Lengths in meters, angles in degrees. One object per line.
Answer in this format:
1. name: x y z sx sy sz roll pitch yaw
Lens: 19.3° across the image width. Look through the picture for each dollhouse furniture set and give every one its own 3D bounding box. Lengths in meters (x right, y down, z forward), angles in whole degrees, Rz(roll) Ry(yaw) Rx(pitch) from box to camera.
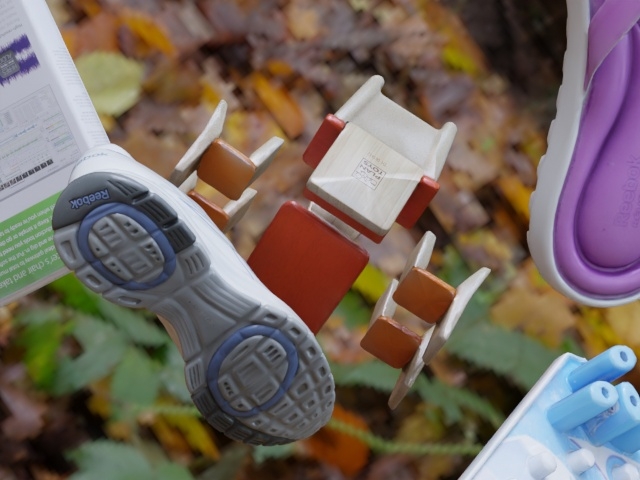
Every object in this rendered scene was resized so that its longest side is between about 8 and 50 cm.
1. dollhouse furniture set: 0.000 0.000 1.495 0.262 0.259 0.135 33 50 0

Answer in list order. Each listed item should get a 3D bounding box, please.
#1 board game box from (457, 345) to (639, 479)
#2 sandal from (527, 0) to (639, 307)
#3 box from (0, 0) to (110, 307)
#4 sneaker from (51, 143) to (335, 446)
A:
1. board game box: 0.200 0.291 1.057 0.390 0.050 0.390 54 36 -3
2. sandal: 0.251 -0.138 1.307 0.169 0.416 0.102 -3 24 -19
3. box: -0.336 -0.102 1.870 0.322 0.232 0.058 66 19 4
4. sneaker: -0.086 0.036 1.440 0.297 0.111 0.129 53 13 -26
